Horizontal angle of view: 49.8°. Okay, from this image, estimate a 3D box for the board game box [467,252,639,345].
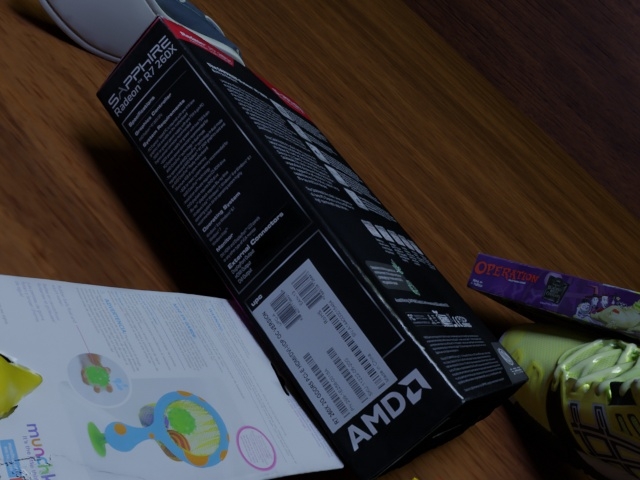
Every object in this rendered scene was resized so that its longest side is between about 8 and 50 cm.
[{"bbox_3d":[0.346,0.106,0.803,0.208,0.056,0.347,10,-11,45],"label":"board game box"}]

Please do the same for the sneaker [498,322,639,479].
[{"bbox_3d":[0.294,0.142,0.587,0.385,0.145,0.147,30,-34,58],"label":"sneaker"}]

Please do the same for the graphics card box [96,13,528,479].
[{"bbox_3d":[0.000,0.000,0.569,0.371,0.094,0.233,51,15,21],"label":"graphics card box"}]

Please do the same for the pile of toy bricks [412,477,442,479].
[{"bbox_3d":[-0.033,0.179,0.303,0.105,0.118,0.212,24,32,32],"label":"pile of toy bricks"}]

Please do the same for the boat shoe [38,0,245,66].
[{"bbox_3d":[-0.186,-0.237,0.727,0.255,0.095,0.079,18,36,-42],"label":"boat shoe"}]

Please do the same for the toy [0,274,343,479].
[{"bbox_3d":[-0.104,0.087,0.371,0.237,0.056,0.137,18,31,-52],"label":"toy"}]
